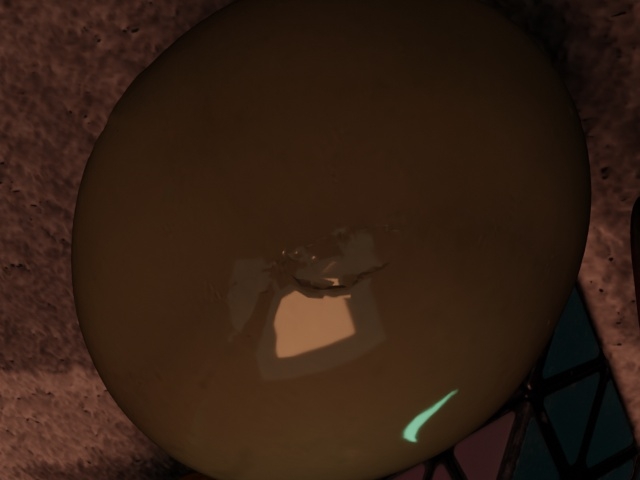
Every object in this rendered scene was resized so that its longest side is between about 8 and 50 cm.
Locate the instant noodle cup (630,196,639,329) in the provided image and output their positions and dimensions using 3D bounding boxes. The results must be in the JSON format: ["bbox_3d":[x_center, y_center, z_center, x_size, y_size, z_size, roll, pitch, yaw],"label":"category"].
[{"bbox_3d":[0.244,0.076,0.561,0.178,0.235,0.235,-13,125,20],"label":"instant noodle cup"}]

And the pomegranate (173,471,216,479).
[{"bbox_3d":[-0.050,0.291,0.849,0.307,0.307,0.307,12,134,13],"label":"pomegranate"}]

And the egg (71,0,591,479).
[{"bbox_3d":[0.000,0.000,0.587,0.219,0.219,0.269,29,131,-4],"label":"egg"}]

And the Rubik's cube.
[{"bbox_3d":[0.072,0.159,0.736,0.190,0.178,0.211,-9,125,33],"label":"Rubik's cube"}]
